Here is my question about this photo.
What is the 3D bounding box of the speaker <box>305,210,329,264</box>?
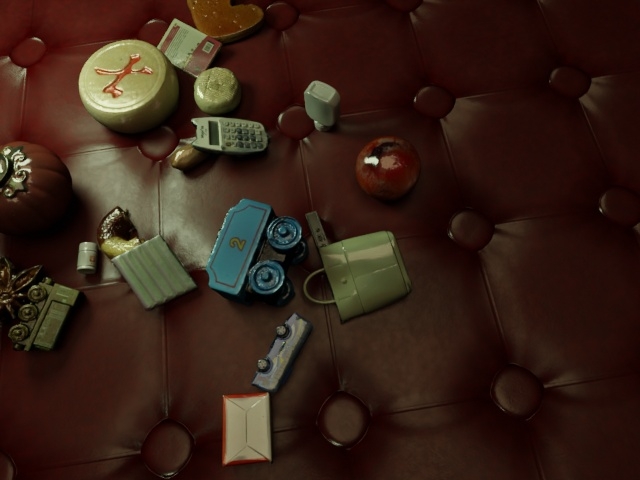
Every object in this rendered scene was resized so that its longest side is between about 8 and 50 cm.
[{"bbox_3d":[0.000,0.000,1.438,0.040,0.046,0.191,-18,70,-4],"label":"speaker"}]

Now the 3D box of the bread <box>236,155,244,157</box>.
[{"bbox_3d":[-0.302,-0.317,1.568,0.083,0.047,0.036,34,105,15],"label":"bread"}]

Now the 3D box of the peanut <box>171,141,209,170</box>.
[{"bbox_3d":[-0.442,-0.291,1.547,0.152,0.076,0.076,-35,72,-15],"label":"peanut"}]

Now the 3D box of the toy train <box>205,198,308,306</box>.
[{"bbox_3d":[-0.187,0.039,1.362,0.264,0.188,0.301,15,72,12],"label":"toy train"}]

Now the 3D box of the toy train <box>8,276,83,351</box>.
[{"bbox_3d":[-0.820,0.228,1.353,0.137,0.090,0.226,22,75,-18],"label":"toy train"}]

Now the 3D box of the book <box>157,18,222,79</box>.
[{"bbox_3d":[-0.502,-0.722,1.712,0.231,0.022,0.162,31,89,13],"label":"book"}]

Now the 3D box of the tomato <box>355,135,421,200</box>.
[{"bbox_3d":[0.214,-0.230,1.440,0.207,0.184,0.208,0,70,0],"label":"tomato"}]

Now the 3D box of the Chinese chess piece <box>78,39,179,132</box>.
[{"bbox_3d":[-0.675,-0.545,1.612,0.337,0.140,0.339,-1,69,2],"label":"Chinese chess piece"}]

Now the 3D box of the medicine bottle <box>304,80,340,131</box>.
[{"bbox_3d":[0.008,-0.445,1.527,0.119,0.183,0.069,28,72,12],"label":"medicine bottle"}]

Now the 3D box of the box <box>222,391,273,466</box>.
[{"bbox_3d":[-0.196,0.513,1.233,0.133,0.099,0.182,-5,68,-3],"label":"box"}]

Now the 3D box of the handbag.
[{"bbox_3d":[0.101,0.109,1.367,0.315,0.109,0.242,-19,87,5],"label":"handbag"}]

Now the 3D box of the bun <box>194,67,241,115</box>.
[{"bbox_3d":[-0.366,-0.526,1.617,0.163,0.111,0.188,13,67,-11],"label":"bun"}]

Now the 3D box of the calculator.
[{"bbox_3d":[-0.302,-0.357,1.545,0.267,0.040,0.177,-1,54,-13],"label":"calculator"}]

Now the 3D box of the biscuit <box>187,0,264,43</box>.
[{"bbox_3d":[-0.370,-0.893,1.773,0.262,0.052,0.277,-24,74,-5],"label":"biscuit"}]

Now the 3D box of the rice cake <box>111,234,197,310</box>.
[{"bbox_3d":[-0.507,0.100,1.386,0.189,0.037,0.198,-26,99,-7],"label":"rice cake"}]

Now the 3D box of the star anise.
[{"bbox_3d":[-0.974,0.155,1.388,0.219,0.099,0.215,2,73,-19],"label":"star anise"}]

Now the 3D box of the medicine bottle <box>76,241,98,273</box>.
[{"bbox_3d":[-0.739,0.056,1.439,0.057,0.057,0.089,-6,70,0],"label":"medicine bottle"}]

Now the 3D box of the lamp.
[{"bbox_3d":[-0.939,-0.161,1.420,0.302,0.257,0.304,-1,70,3],"label":"lamp"}]

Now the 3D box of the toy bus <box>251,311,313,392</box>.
[{"bbox_3d":[-0.109,0.324,1.306,0.094,0.079,0.237,27,73,9],"label":"toy bus"}]

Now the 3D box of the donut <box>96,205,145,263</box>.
[{"bbox_3d":[-0.634,-0.002,1.442,0.141,0.085,0.217,-39,75,-12],"label":"donut"}]
